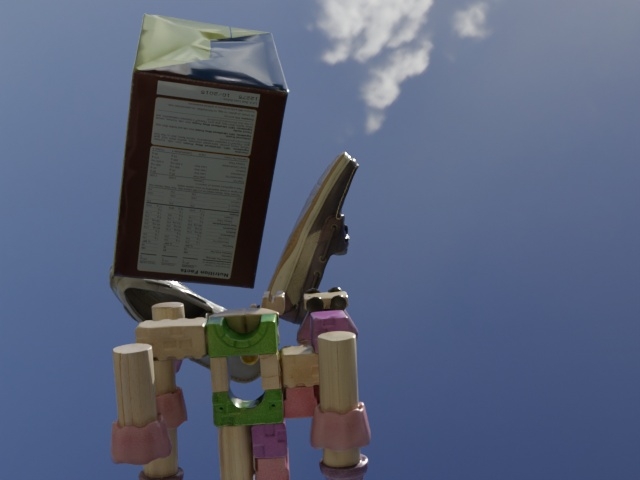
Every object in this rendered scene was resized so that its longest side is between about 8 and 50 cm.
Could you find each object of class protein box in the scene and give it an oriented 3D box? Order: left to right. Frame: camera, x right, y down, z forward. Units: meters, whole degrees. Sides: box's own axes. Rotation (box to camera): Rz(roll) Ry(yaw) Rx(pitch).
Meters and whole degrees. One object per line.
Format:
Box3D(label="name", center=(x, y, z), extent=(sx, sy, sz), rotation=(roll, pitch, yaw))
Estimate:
Box3D(label="protein box", center=(-0.121, -0.091, 0.901), extent=(0.200, 0.136, 0.201), rotation=(-105, -156, -61))

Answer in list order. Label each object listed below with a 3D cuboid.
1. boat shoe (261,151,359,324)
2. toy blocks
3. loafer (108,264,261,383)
Box3D(label="boat shoe", center=(0.000, 0.000, 1.456), extent=(0.285, 0.092, 0.103), rotation=(-64, -174, -6))
Box3D(label="toy blocks", center=(-0.085, 0.218, 1.110), extent=(0.309, 0.289, 0.260), rotation=(-105, -168, -82))
Box3D(label="loafer", center=(-0.207, 0.141, 1.464), extent=(0.112, 0.319, 0.111), rotation=(-45, -152, 11))
